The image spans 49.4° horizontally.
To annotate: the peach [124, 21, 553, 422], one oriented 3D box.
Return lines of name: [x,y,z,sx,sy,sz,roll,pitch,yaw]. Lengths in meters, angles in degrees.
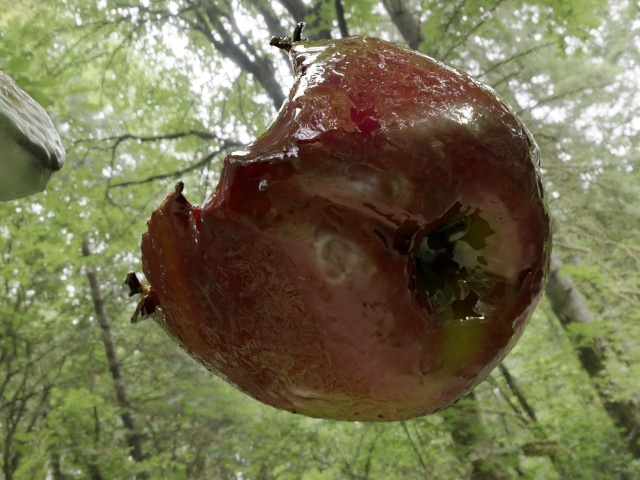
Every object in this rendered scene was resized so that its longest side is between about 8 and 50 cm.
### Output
peach: [0.000,0.000,0.667,0.339,0.417,0.353,-51,-56,-19]

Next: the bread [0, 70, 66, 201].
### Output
bread: [-0.211,-0.094,0.320,0.064,0.172,0.232,-41,-8,-5]
